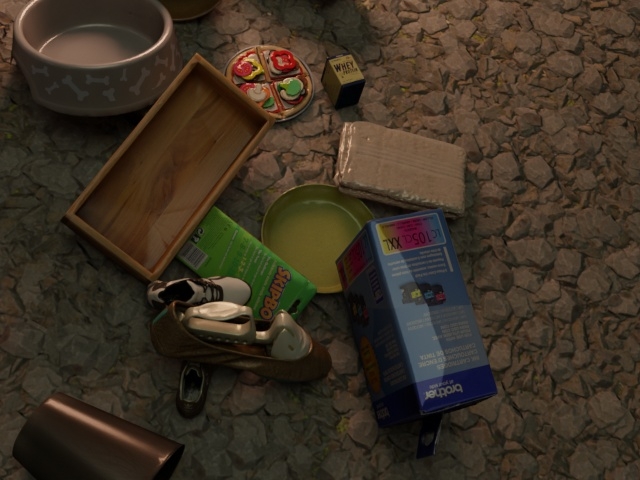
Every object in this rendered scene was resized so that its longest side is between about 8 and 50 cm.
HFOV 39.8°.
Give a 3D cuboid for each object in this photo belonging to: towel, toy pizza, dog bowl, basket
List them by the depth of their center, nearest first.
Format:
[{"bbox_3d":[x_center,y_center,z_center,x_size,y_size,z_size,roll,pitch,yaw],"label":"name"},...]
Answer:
[{"bbox_3d":[-0.375,0.363,1.452,0.227,0.154,0.204,30,61,8],"label":"basket"},{"bbox_3d":[-0.449,-0.395,1.769,0.349,0.102,0.348,4,45,-4],"label":"dog bowl"},{"bbox_3d":[0.170,-0.146,1.838,0.282,0.049,0.187,14,54,-7],"label":"towel"},{"bbox_3d":[-0.111,-0.345,1.906,0.201,0.032,0.201,4,64,-9],"label":"toy pizza"}]

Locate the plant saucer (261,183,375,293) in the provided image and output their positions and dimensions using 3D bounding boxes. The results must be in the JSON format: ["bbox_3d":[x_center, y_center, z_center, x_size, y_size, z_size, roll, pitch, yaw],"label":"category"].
[{"bbox_3d":[0.000,0.000,1.758,0.241,0.037,0.241,4,63,-9],"label":"plant saucer"}]

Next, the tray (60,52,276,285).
[{"bbox_3d":[-0.285,-0.137,1.693,0.203,0.076,0.411,39,70,-13],"label":"tray"}]

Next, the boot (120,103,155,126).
[{"bbox_3d":[-0.327,-0.301,1.820,0.213,0.077,0.165,40,60,16],"label":"boot"}]

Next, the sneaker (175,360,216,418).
[{"bbox_3d":[-0.218,0.222,1.589,0.066,0.071,0.188,8,64,-7],"label":"sneaker"}]

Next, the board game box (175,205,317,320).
[{"bbox_3d":[-0.139,0.061,1.679,0.259,0.039,0.124,38,88,11],"label":"board game box"}]

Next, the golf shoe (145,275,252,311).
[{"bbox_3d":[-0.213,0.103,1.598,0.198,0.094,0.077,-4,87,-20],"label":"golf shoe"}]

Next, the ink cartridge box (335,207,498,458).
[{"bbox_3d":[0.166,0.175,1.558,0.151,0.270,0.395,-13,76,-15],"label":"ink cartridge box"}]

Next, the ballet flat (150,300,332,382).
[{"bbox_3d":[-0.124,0.167,1.560,0.342,0.124,0.116,14,40,-15],"label":"ballet flat"}]

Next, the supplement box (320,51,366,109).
[{"bbox_3d":[0.048,-0.345,1.907,0.056,0.083,0.083,-19,68,-20],"label":"supplement box"}]

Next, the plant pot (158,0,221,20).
[{"bbox_3d":[-0.321,-0.650,1.926,0.237,0.237,0.254,-2,50,-12],"label":"plant pot"}]
